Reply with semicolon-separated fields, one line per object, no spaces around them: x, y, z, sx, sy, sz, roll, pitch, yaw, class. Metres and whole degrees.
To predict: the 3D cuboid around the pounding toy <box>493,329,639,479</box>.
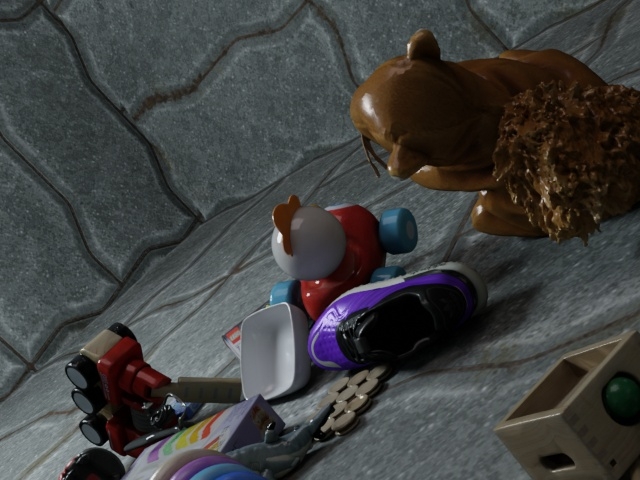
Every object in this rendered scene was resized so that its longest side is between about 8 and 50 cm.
0.235;0.158;0.899;0.130;0.100;0.141;-40;1;-27;pounding toy

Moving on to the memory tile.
0.031;0.218;1.433;0.113;0.012;0.148;-26;13;38;memory tile

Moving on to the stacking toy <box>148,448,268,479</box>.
-0.060;0.296;1.094;0.141;0.141;0.330;-41;17;-28;stacking toy

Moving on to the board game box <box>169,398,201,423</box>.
-0.245;0.296;1.913;0.090;0.020;0.090;-28;12;34;board game box

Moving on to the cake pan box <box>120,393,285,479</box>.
-0.198;0.340;1.458;0.246;0.070;0.267;-31;11;32;cake pan box

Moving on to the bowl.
-0.063;0.175;1.659;0.053;0.142;0.142;12;-24;-36;bowl

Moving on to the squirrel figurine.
0.245;-0.148;1.402;0.397;0.371;0.280;18;93;47;squirrel figurine

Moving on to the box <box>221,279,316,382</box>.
-0.047;0.138;1.769;0.207;0.114;0.036;-38;-33;-12;box

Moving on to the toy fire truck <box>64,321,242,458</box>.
-0.268;0.265;1.787;0.246;0.217;0.158;23;46;26;toy fire truck

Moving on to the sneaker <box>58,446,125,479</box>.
-0.388;0.430;1.581;0.276;0.098;0.135;-52;-4;-19;sneaker

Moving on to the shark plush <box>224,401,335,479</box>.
-0.051;0.259;1.353;0.161;0.067;0.073;-33;11;11;shark plush

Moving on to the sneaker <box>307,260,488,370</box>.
0.072;0.118;1.450;0.293;0.102;0.146;-28;5;37;sneaker

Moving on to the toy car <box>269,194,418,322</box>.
0.000;0.000;1.651;0.219;0.238;0.210;-8;55;27;toy car

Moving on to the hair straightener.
-0.255;0.291;1.665;0.047;0.089;0.230;-29;-8;-34;hair straightener
